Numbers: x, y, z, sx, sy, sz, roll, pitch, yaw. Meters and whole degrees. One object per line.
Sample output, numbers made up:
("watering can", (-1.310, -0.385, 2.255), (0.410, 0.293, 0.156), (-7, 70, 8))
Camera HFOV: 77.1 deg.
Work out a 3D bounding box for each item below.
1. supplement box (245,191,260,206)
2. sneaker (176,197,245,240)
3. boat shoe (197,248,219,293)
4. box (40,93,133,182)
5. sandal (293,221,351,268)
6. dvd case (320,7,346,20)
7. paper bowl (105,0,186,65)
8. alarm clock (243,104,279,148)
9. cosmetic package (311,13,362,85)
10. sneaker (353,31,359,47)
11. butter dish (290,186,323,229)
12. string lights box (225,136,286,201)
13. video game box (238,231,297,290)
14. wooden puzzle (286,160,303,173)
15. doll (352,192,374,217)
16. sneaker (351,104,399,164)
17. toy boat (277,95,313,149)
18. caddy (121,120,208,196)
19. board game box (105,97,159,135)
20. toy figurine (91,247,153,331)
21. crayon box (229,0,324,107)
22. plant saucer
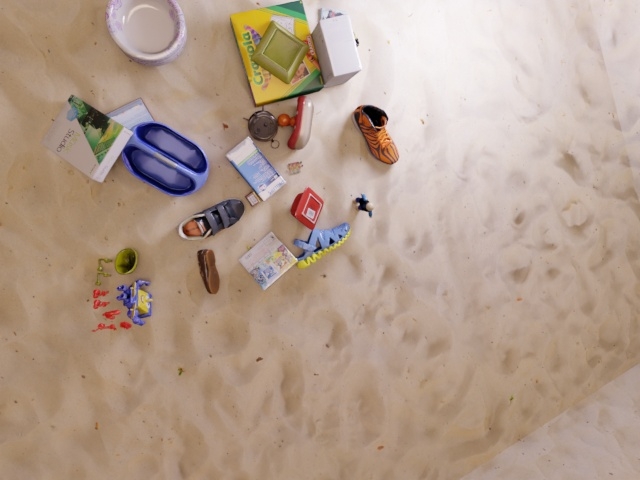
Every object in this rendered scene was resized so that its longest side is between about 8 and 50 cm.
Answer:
("supplement box", (-0.305, -0.185, 1.797), (0.043, 0.083, 0.055), (-35, 104, -6))
("sneaker", (-0.471, -0.084, 1.751), (0.321, 0.127, 0.126), (-29, 102, -10))
("boat shoe", (-0.506, 0.140, 1.806), (0.073, 0.073, 0.207), (-3, 96, 24))
("box", (-0.905, -0.396, 1.551), (0.322, 0.058, 0.232), (31, 89, 16))
("sandal", (0.000, 0.000, 1.883), (0.317, 0.126, 0.138), (-33, 100, -9))
("dvd case", (0.057, -0.996, 1.814), (0.119, 0.013, 0.087), (-1, 98, -13))
("paper bowl", (-0.677, -0.838, 1.584), (0.284, 0.148, 0.284), (-2, 99, -14))
("alarm clock", (-0.241, -0.487, 1.773), (0.129, 0.064, 0.192), (-34, 123, 3))
("cosmetic package", (0.057, -0.802, 1.730), (0.138, 0.224, 0.225), (-20, 101, -11))
("sneaker", (0.157, -0.926, 1.836), (0.031, 0.035, 0.083), (-34, 104, -8))
("butter dish", (-0.081, -0.150, 1.846), (0.160, 0.118, 0.160), (38, 68, -50))
("string lights box", (-0.288, -0.315, 1.788), (0.133, 0.077, 0.260), (-40, 105, -5))
("video game box", (-0.238, 0.094, 1.838), (0.205, 0.048, 0.187), (-41, 78, -5))
("wooden puzzle", (-0.119, -0.337, 1.863), (0.083, 0.006, 0.049), (-14, 101, -12))
("doll", (0.208, -0.162, 1.873), (0.046, 0.189, 0.129), (-26, 102, -9))
("sneaker", (0.272, -0.484, 1.850), (0.124, 0.180, 0.321), (-44, 105, -5))
("toy boat", (-0.117, -0.521, 1.777), (0.151, 0.151, 0.231), (9, 95, 2))
("caddy", (-0.626, -0.328, 1.636), (0.341, 0.179, 0.241), (30, 92, -21))
("board game box", (-0.830, -0.460, 1.659), (0.281, 0.027, 0.145), (-30, 103, -9))
("toy figurine", (-0.812, 0.242, 1.712), (0.191, 0.217, 0.363), (-20, 58, 3))
("crayon box", (-0.185, -0.799, 1.732), (0.313, 0.106, 0.363), (-18, 102, -11))
("plant saucer", (-0.163, -0.783, 1.661), (0.188, 0.045, 0.188), (30, 91, -15))
